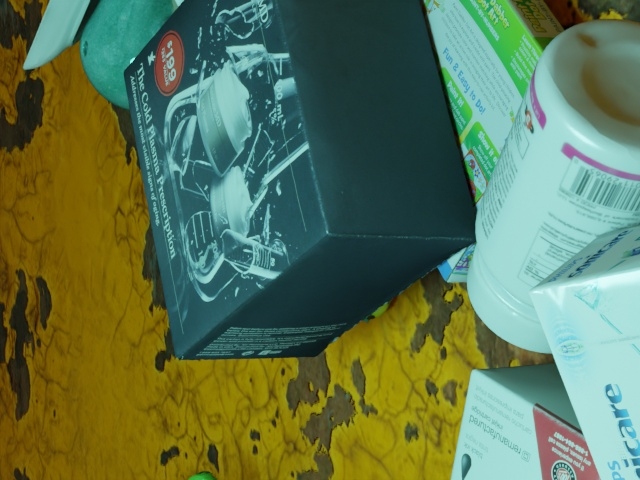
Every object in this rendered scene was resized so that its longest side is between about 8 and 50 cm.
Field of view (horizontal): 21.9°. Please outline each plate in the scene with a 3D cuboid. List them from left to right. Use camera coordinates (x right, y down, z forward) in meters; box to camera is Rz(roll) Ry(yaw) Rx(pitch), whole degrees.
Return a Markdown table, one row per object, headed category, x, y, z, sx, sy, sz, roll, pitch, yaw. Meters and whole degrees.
| category | x | y | z | sx | sy | sz | roll | pitch | yaw |
| --- | --- | --- | --- | --- | --- | --- | --- | --- | --- |
| plate | -0.286 | -0.373 | 2.188 | 0.277 | 0.045 | 0.278 | -60 | 3 | 28 |

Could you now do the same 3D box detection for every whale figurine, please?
| category | x | y | z | sx | sy | sz | roll | pitch | yaw |
| --- | --- | --- | --- | --- | --- | --- | --- | --- | --- |
| whale figurine | -0.235 | -0.296 | 2.131 | 0.216 | 0.141 | 0.272 | -131 | 42 | -51 |

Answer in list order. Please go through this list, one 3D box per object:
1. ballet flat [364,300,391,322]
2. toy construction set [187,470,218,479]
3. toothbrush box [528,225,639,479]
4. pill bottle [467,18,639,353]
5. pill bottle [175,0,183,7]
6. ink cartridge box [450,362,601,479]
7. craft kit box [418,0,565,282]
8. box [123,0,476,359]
| category | x | y | z | sx | sy | sz | roll | pitch | yaw |
| --- | --- | --- | --- | --- | --- | --- | --- | --- | --- |
| ballet flat | 0.000 | 0.000 | 1.839 | 0.231 | 0.077 | 0.077 | 39 | 94 | 29 |
| toy construction set | -0.160 | 0.442 | 2.052 | 0.257 | 0.237 | 0.309 | -20 | 91 | 25 |
| toothbrush box | 0.331 | 0.085 | 1.198 | 0.295 | 0.126 | 0.216 | -13 | 103 | 42 |
| pill bottle | 0.224 | -0.037 | 1.410 | 0.283 | 0.160 | 0.160 | 108 | 145 | -50 |
| pill bottle | -0.116 | -0.421 | 1.853 | 0.224 | 0.224 | 0.392 | -61 | 35 | 37 |
| ink cartridge box | 0.212 | 0.274 | 1.511 | 0.197 | 0.114 | 0.273 | 30 | 116 | 53 |
| craft kit box | 0.144 | -0.132 | 1.598 | 0.247 | 0.061 | 0.250 | -62 | 41 | 38 |
| box | -0.033 | -0.094 | 1.659 | 0.312 | 0.179 | 0.343 | -39 | 57 | 48 |
